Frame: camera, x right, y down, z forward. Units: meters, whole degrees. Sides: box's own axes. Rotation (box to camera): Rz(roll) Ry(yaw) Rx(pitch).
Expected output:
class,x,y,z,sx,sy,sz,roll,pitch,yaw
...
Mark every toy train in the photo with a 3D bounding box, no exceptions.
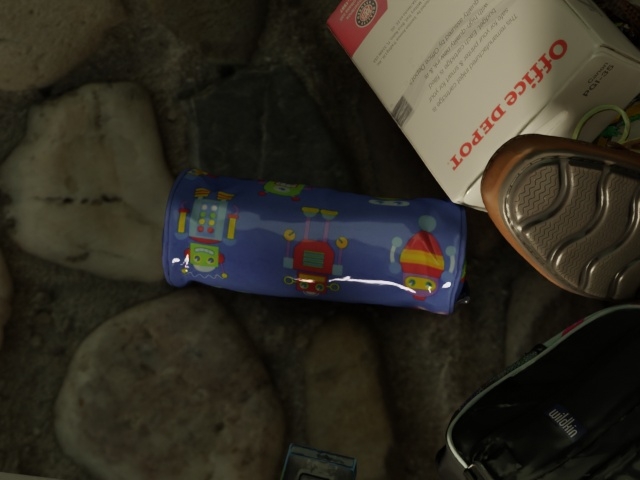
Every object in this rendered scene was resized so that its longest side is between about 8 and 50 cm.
class,x,y,z,sx,sy,sz,roll,pitch,yaw
toy train,-0.017,0.274,1.064,0.080,0.105,0.184,13,67,9

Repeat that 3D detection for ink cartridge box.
class,x,y,z,sx,sy,sz,roll,pitch,yaw
ink cartridge box,0.159,-0.192,1.183,0.207,0.117,0.283,-49,53,25

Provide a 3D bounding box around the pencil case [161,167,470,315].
class,x,y,z,sx,sy,sz,roll,pitch,yaw
pencil case,0.000,0.000,1.179,0.306,0.119,0.133,6,23,6

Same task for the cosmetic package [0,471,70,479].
class,x,y,z,sx,sy,sz,roll,pitch,yaw
cosmetic package,-0.269,0.319,1.027,0.117,0.085,0.231,7,47,4

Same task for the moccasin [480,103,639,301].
class,x,y,z,sx,sy,sz,roll,pitch,yaw
moccasin,0.278,-0.031,1.082,0.380,0.139,0.147,6,34,-38

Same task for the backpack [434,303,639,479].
class,x,y,z,sx,sy,sz,roll,pitch,yaw
backpack,0.255,0.190,1.042,0.253,0.191,0.225,-37,67,-12

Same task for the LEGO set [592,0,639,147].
class,x,y,z,sx,sy,sz,roll,pitch,yaw
LEGO set,0.310,-0.275,1.249,0.255,0.192,0.331,-13,66,-3
